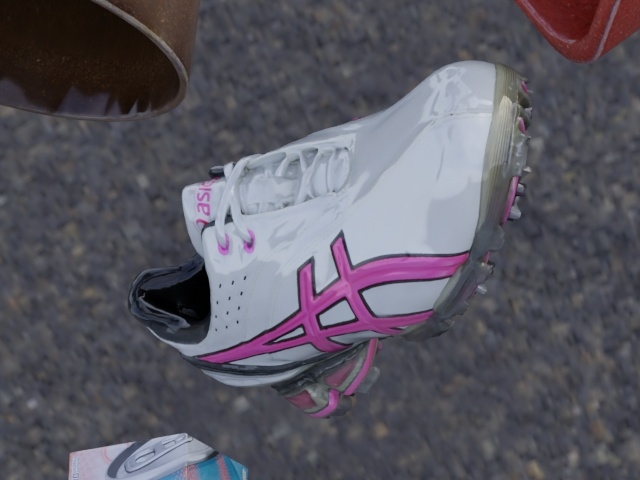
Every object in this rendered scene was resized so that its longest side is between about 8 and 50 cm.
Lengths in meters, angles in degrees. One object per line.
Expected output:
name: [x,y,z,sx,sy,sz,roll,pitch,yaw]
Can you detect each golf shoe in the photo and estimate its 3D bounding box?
golf shoe: [0.000,0.000,0.606,0.086,0.186,0.067,19,54,-18]

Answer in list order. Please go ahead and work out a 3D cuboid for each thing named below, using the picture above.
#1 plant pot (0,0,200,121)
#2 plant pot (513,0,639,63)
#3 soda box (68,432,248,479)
plant pot: [-0.147,-0.213,1.044,0.215,0.215,0.230,6,71,25]
plant pot: [0.113,-0.263,0.549,0.236,0.267,0.267,-30,69,-19]
soda box: [-0.070,0.178,0.805,0.063,0.058,0.183,-12,64,23]
